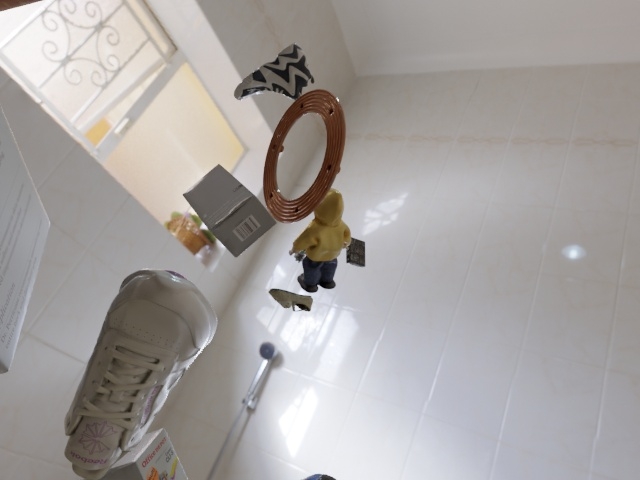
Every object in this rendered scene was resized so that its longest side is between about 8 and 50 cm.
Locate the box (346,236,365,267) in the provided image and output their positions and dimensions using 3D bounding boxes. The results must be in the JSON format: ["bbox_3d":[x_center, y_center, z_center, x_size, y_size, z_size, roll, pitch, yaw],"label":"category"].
[{"bbox_3d":[0.108,0.036,1.458,0.067,0.083,0.018,17,-26,-37],"label":"box"}]

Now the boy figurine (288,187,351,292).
[{"bbox_3d":[0.000,0.000,1.223,0.092,0.178,0.284,44,-44,47],"label":"boy figurine"}]

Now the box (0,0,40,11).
[{"bbox_3d":[-0.454,-0.403,0.552,0.346,0.168,0.215,13,-13,37],"label":"box"}]

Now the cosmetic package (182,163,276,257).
[{"bbox_3d":[-0.216,-0.075,1.101,0.238,0.127,0.107,38,-11,48],"label":"cosmetic package"}]

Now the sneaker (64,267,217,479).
[{"bbox_3d":[-0.203,0.158,0.524,0.114,0.152,0.305,24,-54,-12],"label":"sneaker"}]

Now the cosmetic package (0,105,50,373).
[{"bbox_3d":[-0.625,-0.039,0.645,0.328,0.329,0.393,-2,-43,-11],"label":"cosmetic package"}]

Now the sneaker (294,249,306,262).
[{"bbox_3d":[-0.062,0.031,1.438,0.038,0.098,0.069,18,-62,-6],"label":"sneaker"}]

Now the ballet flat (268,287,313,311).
[{"bbox_3d":[-0.078,0.170,1.327,0.057,0.052,0.168,-8,-19,41],"label":"ballet flat"}]

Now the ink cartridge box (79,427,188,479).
[{"bbox_3d":[-0.350,0.489,0.929,0.128,0.128,0.176,-52,119,-80],"label":"ink cartridge box"}]

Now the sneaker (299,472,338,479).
[{"bbox_3d":[-0.081,0.417,0.621,0.130,0.330,0.147,35,13,-5],"label":"sneaker"}]

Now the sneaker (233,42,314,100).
[{"bbox_3d":[-0.121,-0.435,1.365,0.153,0.235,0.094,54,8,-16],"label":"sneaker"}]

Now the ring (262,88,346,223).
[{"bbox_3d":[-0.043,-0.203,1.165,0.032,0.336,0.337,12,-15,-36],"label":"ring"}]
